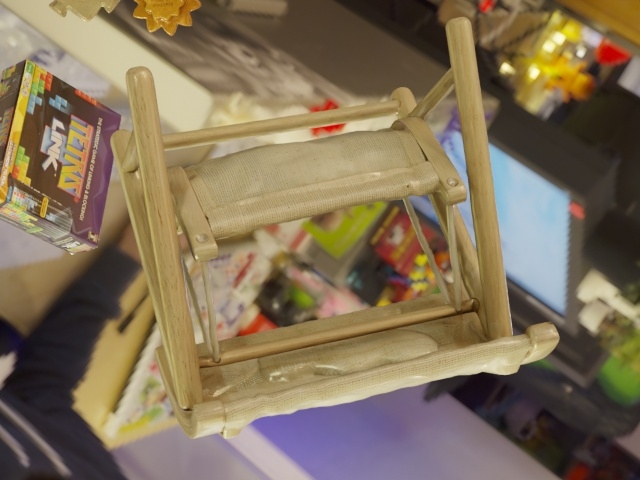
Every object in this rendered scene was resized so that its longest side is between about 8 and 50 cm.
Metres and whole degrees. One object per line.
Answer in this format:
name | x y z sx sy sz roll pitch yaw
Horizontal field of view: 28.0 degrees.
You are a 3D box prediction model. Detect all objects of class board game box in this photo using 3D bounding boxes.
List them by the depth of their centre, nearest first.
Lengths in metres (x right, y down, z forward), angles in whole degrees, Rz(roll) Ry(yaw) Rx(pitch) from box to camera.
board game box | -0.295 -0.089 1.402 0.141 0.048 0.170 29 57 -41

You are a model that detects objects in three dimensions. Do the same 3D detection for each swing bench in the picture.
swing bench | 0.000 0.000 0.930 0.253 0.255 0.165 -10 169 -15

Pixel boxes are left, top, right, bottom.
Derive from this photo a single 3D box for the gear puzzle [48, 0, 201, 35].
gear puzzle | -0.292 -0.356 1.521 0.175 0.339 0.044 -49 -170 13
